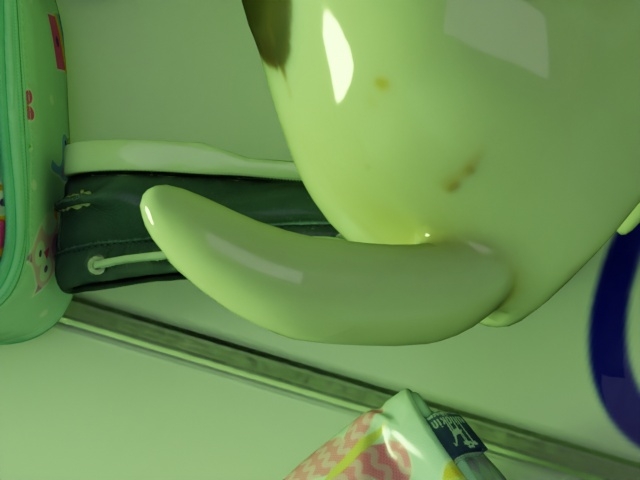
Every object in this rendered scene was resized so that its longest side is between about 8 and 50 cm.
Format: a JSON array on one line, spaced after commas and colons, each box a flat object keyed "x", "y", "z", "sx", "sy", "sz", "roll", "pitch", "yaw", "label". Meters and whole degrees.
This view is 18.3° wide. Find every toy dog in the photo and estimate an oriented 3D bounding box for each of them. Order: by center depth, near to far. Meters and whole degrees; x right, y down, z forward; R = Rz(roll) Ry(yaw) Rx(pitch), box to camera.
[{"x": 0.022, "y": -0.184, "z": 0.805, "sx": 0.395, "sy": 0.284, "sz": 0.408, "roll": -39, "pitch": 83, "yaw": -12, "label": "toy dog"}]

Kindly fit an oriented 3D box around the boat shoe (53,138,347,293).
[{"x": 0.000, "y": 0.000, "z": 0.925, "sx": 0.255, "sy": 0.095, "sz": 0.079, "roll": 5, "pitch": 86, "yaw": 3, "label": "boat shoe"}]

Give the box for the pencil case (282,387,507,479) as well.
[{"x": -0.017, "y": 0.190, "z": 0.894, "sx": 0.273, "sy": 0.113, "sz": 0.124, "roll": -39, "pitch": 54, "yaw": 5, "label": "pencil case"}]

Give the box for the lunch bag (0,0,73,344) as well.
[{"x": -0.266, "y": -0.048, "z": 0.984, "sx": 0.279, "sy": 0.108, "sz": 0.224, "roll": -6, "pitch": 81, "yaw": 11, "label": "lunch bag"}]
